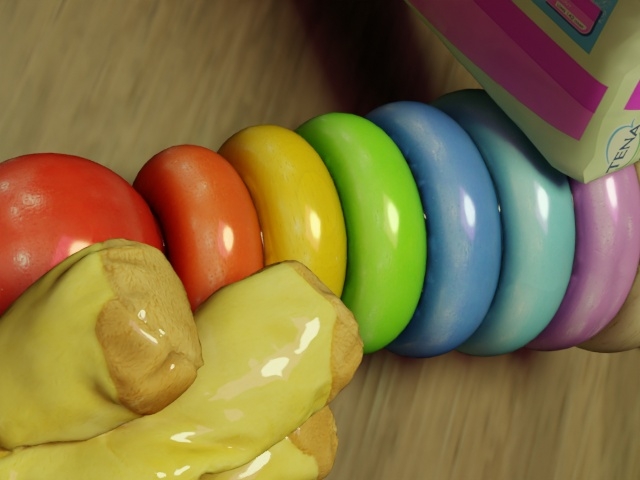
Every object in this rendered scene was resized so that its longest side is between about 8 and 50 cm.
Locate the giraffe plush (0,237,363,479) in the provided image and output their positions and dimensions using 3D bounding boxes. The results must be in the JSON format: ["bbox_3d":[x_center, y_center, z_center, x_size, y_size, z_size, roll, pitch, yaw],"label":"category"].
[{"bbox_3d":[-0.064,0.118,0.444,0.210,0.181,0.170,-8,46,-27],"label":"giraffe plush"}]

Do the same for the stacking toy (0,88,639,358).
[{"bbox_3d":[0.000,0.000,0.586,0.330,0.141,0.141,-7,83,-26],"label":"stacking toy"}]

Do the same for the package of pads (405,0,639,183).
[{"bbox_3d":[0.079,-0.206,0.543,0.101,0.229,0.296,-24,62,-30],"label":"package of pads"}]
